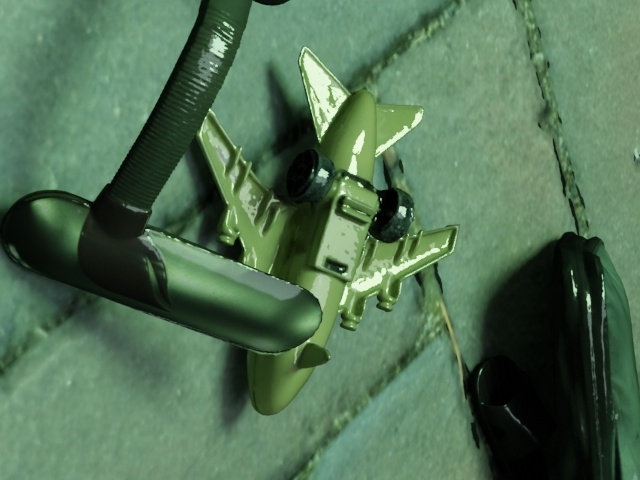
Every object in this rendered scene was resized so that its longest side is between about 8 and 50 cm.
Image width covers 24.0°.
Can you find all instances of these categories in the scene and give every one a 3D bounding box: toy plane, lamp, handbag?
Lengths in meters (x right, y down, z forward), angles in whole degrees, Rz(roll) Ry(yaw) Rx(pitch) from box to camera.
[{"bbox_3d":[0.000,0.000,1.020,0.229,0.092,0.244,24,70,-31],"label":"toy plane"},{"bbox_3d":[-0.039,-0.083,0.911,0.203,0.124,0.283,31,68,-28],"label":"lamp"},{"bbox_3d":[0.234,0.162,1.264,0.191,0.075,0.332,-35,119,-78],"label":"handbag"}]

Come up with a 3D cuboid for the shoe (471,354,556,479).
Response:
[{"bbox_3d":[0.175,0.164,1.256,0.062,0.053,0.159,-41,124,-36],"label":"shoe"}]
